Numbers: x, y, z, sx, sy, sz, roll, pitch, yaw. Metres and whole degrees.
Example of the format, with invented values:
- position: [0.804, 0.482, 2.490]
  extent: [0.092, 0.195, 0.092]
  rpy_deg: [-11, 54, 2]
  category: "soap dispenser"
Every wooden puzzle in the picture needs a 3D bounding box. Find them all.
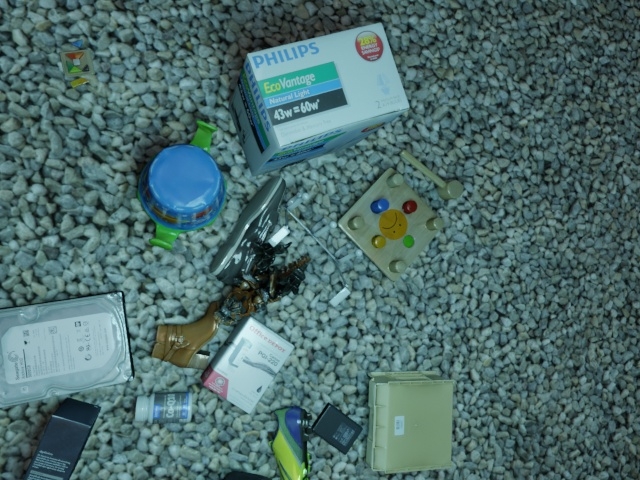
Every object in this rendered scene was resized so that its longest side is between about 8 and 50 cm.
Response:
- position: [-0.637, -0.465, 1.234]
  extent: [0.079, 0.014, 0.116]
  rpy_deg: [-20, 93, -18]
  category: "wooden puzzle"

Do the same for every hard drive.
- position: [-0.657, 0.266, 1.170]
  extent: [0.339, 0.064, 0.236]
  rpy_deg: [-7, 89, -17]
  category: "hard drive"
- position: [0.048, 0.559, 1.399]
  extent: [0.135, 0.022, 0.094]
  rpy_deg: [40, 77, -12]
  category: "hard drive"

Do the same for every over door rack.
- position: [0.000, 0.000, 1.255]
  extent: [0.108, 0.324, 0.239]
  rpy_deg: [-41, 103, 16]
  category: "over door rack"

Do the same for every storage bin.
- position: [0.260, 0.539, 1.416]
  extent: [0.261, 0.123, 0.262]
  rpy_deg: [4, 87, -17]
  category: "storage bin"

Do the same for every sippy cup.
- position: [-0.348, -0.143, 1.201]
  extent: [0.240, 0.224, 0.305]
  rpy_deg: [-16, 92, -18]
  category: "sippy cup"

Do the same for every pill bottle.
- position: [-0.409, 0.438, 1.231]
  extent: [0.137, 0.078, 0.078]
  rpy_deg: [4, 86, -17]
  category: "pill bottle"

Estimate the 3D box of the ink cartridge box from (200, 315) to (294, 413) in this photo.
- position: [-0.199, 0.334, 1.296]
  extent: [0.159, 0.092, 0.217]
  rpy_deg: [37, 76, -13]
  category: "ink cartridge box"

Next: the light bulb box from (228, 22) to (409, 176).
- position: [-0.024, -0.352, 1.241]
  extent: [0.358, 0.361, 0.225]
  rpy_deg: [-21, 94, -17]
  category: "light bulb box"

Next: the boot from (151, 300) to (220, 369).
- position: [-0.357, 0.242, 1.262]
  extent: [0.153, 0.073, 0.197]
  rpy_deg: [17, 80, -12]
  category: "boot"

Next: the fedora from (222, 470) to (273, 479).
- position: [-0.177, 0.720, 1.235]
  extent: [0.334, 0.334, 0.152]
  rpy_deg: [46, 40, -11]
  category: "fedora"

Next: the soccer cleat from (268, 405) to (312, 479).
- position: [-0.089, 0.613, 1.335]
  extent: [0.121, 0.093, 0.288]
  rpy_deg: [3, 91, 13]
  category: "soccer cleat"

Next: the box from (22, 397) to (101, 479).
- position: [-0.612, 0.482, 1.125]
  extent: [0.093, 0.156, 0.158]
  rpy_deg: [24, 80, -14]
  category: "box"

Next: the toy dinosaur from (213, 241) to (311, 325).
- position: [-0.148, 0.108, 1.277]
  extent: [0.164, 0.218, 0.322]
  rpy_deg: [34, 45, -4]
  category: "toy dinosaur"

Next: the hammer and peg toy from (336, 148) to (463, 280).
- position: [0.245, -0.091, 1.438]
  extent: [0.266, 0.127, 0.361]
  rpy_deg: [45, 76, -9]
  category: "hammer and peg toy"

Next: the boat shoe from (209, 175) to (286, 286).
- position: [-0.182, -0.024, 1.317]
  extent: [0.095, 0.112, 0.335]
  rpy_deg: [37, 82, -29]
  category: "boat shoe"
